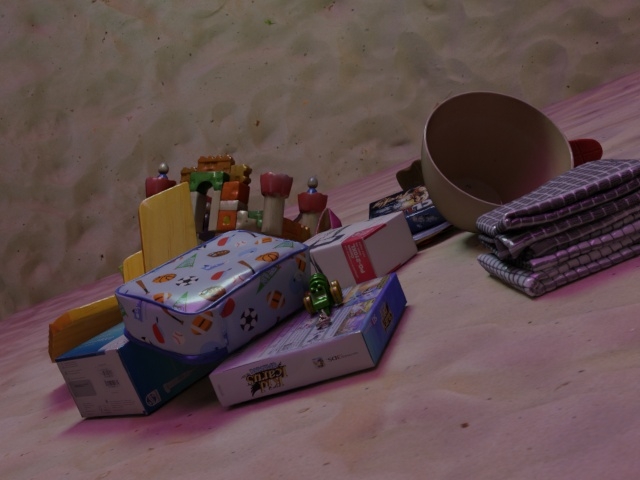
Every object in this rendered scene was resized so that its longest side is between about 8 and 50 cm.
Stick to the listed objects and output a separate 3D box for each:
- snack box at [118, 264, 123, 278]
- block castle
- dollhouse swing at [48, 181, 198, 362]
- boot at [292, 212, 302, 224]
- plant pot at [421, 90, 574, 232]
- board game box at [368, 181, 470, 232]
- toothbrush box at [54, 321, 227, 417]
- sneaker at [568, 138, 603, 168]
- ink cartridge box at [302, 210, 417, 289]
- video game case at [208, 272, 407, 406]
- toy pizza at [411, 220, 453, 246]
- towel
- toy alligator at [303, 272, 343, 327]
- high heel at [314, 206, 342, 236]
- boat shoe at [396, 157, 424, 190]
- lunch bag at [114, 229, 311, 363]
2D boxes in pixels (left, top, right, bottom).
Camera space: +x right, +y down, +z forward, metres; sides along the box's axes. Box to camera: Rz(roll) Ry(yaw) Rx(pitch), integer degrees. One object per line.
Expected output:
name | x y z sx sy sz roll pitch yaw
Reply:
snack box | -0.402 0.107 2.102 0.207 0.174 0.070 -23 5 -2
block castle | -0.239 -0.101 2.197 0.454 0.212 0.303 1 -10 26
dollhouse swing | -0.450 0.075 1.751 0.305 0.315 0.347 -4 -21 -20
boot | -0.109 -0.018 2.416 0.207 0.090 0.248 -21 12 -5
plant pot | 0.318 -0.121 1.544 0.284 0.284 0.191 -26 -27 -24
board game box | 0.226 -0.078 1.763 0.243 0.042 0.165 -21 22 13
toothbrush box | -0.287 0.193 1.442 0.216 0.126 0.296 -14 10 44
sneaker | 0.529 -0.180 1.833 0.221 0.087 0.128 -20 10 9
ink cartridge box | 0.053 0.033 1.656 0.237 0.100 0.172 -15 10 39
video game case | -0.008 0.148 1.223 0.244 0.061 0.269 -20 9 20
toy pizza | 0.219 -0.014 1.762 0.201 0.032 0.201 -23 7 3
towel | 0.380 -0.037 1.197 0.284 0.121 0.235 -22 8 0
toy alligator | 0.000 0.083 1.223 0.056 0.051 0.189 -22 9 6
high heel | 0.000 0.000 1.938 0.082 0.117 0.244 -17 10 29
boat shoe | 0.336 -0.219 2.496 0.089 0.104 0.285 -28 9 -20
lunch bag | -0.168 0.081 1.304 0.243 0.114 0.303 9 26 41
